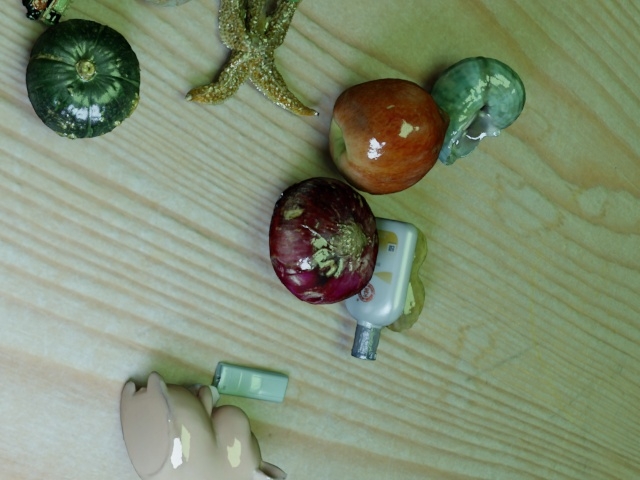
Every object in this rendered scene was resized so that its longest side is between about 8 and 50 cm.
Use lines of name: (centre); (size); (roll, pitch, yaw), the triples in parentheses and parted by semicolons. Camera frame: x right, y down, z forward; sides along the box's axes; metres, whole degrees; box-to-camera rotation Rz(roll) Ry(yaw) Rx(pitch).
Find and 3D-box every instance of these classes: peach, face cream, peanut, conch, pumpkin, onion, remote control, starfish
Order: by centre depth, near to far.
pumpkin: (-0.378, -0.257, 1.565); (0.190, 0.146, 0.190); (-5, 107, -18)
starfish: (-0.102, -0.384, 1.799); (0.301, 0.084, 0.293); (2, 97, -34)
onion: (0.000, 0.000, 1.872); (0.246, 0.190, 0.246); (8, 80, -54)
remote control: (-0.134, 0.279, 1.910); (0.162, 0.029, 0.061); (15, 86, -38)
peach: (0.145, -0.210, 1.927); (0.257, 0.232, 0.232); (-5, 100, -19)
face cream: (0.112, 0.098, 2.004); (0.071, 0.144, 0.291); (8, 94, -54)
peanut: (0.175, 0.081, 2.076); (0.103, 0.098, 0.229); (-26, 121, -77)
conch: (0.334, -0.292, 2.101); (0.277, 0.195, 0.220); (-52, 148, -46)

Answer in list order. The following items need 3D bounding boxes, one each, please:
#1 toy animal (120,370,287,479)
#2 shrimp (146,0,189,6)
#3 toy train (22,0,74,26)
toy animal: (-0.227, 0.364, 1.767); (0.256, 0.195, 0.213); (16, 54, -41)
shrimp: (-0.280, -0.492, 1.626); (0.143, 0.052, 0.251); (-48, 128, -6)
toy train: (-0.398, -0.455, 1.580); (0.085, 0.053, 0.249); (36, 75, -39)
